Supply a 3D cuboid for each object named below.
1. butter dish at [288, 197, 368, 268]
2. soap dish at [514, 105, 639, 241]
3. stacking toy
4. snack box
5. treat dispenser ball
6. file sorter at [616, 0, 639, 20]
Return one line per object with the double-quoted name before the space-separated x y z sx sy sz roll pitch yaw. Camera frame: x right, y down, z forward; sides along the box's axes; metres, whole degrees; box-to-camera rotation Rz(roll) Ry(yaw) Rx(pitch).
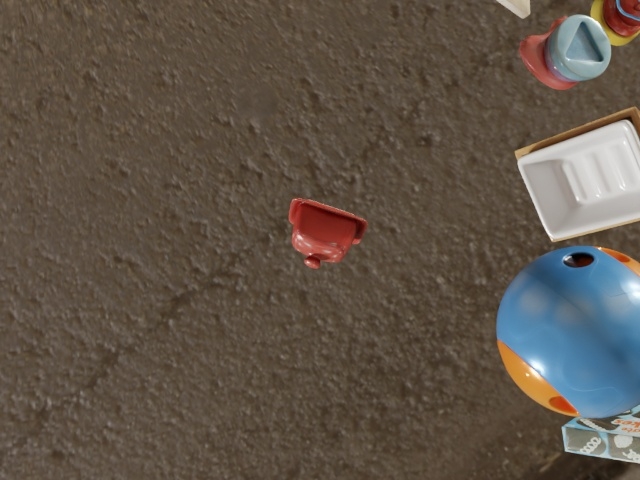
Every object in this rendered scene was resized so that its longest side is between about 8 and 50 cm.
"butter dish" 0.000 0.000 1.559 0.160 0.160 0.118 19 71 1
"soap dish" 0.592 -0.140 1.655 0.118 0.291 0.229 -30 97 -43
"stacking toy" 0.532 -0.482 1.555 0.309 0.130 0.279 -42 98 -16
"snack box" 0.677 0.389 1.540 0.187 0.322 0.060 -13 96 -44
"treat dispenser ball" 0.443 0.152 1.293 0.288 0.288 0.288 -11 124 -16
"file sorter" 0.602 -0.466 1.315 0.170 0.104 0.118 -38 136 -7
